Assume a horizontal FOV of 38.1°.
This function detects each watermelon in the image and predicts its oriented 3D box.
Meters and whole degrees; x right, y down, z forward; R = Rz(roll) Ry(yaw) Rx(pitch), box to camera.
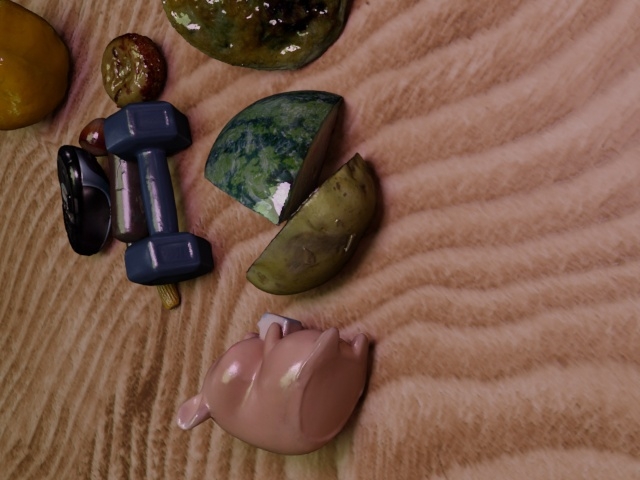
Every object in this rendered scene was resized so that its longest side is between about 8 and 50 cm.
[{"bbox_3d":[-0.080,-0.144,1.494,0.260,0.256,0.176,28,152,29],"label":"watermelon"}]

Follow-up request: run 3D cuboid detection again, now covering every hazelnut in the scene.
[{"bbox_3d":[-0.439,-0.205,1.841,0.086,0.086,0.087,0,89,40],"label":"hazelnut"}]

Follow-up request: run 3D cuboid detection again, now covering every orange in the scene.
[{"bbox_3d":[-0.655,-0.362,1.901,0.279,0.279,0.235,-36,36,34],"label":"orange"}]

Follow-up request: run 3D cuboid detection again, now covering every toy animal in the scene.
[{"bbox_3d":[-0.072,0.223,1.455,0.256,0.195,0.213,7,87,43],"label":"toy animal"}]

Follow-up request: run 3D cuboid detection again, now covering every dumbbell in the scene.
[{"bbox_3d":[-0.293,-0.082,1.671,0.144,0.160,0.325,-12,80,11],"label":"dumbbell"}]

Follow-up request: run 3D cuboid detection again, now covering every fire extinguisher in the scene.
[{"bbox_3d":[-0.366,-0.083,1.771,0.089,0.072,0.268,166,101,-71],"label":"fire extinguisher"}]

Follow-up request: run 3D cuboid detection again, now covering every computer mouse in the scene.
[{"bbox_3d":[-0.460,-0.082,1.829,0.137,0.096,0.233,-122,28,-48],"label":"computer mouse"}]

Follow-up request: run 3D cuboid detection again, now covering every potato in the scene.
[{"bbox_3d":[0.000,0.000,1.436,0.111,0.160,0.272,43,117,1],"label":"potato"}]

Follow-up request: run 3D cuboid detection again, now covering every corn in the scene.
[{"bbox_3d":[-0.289,0.084,1.736,0.037,0.037,0.092,-30,75,36],"label":"corn"}]

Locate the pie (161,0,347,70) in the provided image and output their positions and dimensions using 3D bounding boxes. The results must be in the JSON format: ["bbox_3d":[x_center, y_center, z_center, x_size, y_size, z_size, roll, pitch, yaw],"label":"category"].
[{"bbox_3d":[-0.100,-0.403,1.457,0.323,0.071,0.323,7,125,10],"label":"pie"}]

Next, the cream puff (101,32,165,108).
[{"bbox_3d":[-0.352,-0.321,1.761,0.149,0.084,0.149,4,95,42],"label":"cream puff"}]
